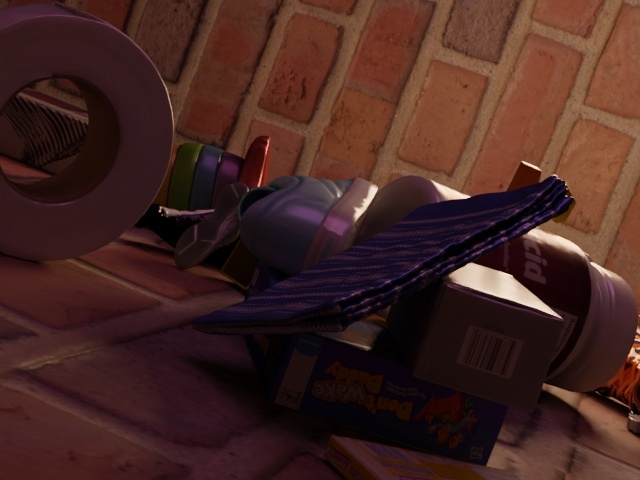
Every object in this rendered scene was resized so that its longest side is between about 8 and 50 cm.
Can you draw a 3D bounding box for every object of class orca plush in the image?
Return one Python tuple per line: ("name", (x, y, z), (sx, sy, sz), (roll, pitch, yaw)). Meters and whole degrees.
("orca plush", (-0.127, 0.000, 1.817), (0.287, 0.151, 0.102), (19, 37, -44))

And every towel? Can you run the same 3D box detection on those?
("towel", (0.064, 0.015, 1.234), (0.336, 0.040, 0.243), (-25, 10, -36))

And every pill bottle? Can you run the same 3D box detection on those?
("pill bottle", (0.243, 0.074, 1.735), (0.392, 0.224, 0.224), (21, 5, -30))

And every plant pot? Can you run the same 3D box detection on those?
("plant pot", (-0.073, 0.041, 1.741), (0.083, 0.081, 0.081), (33, -2, -36))

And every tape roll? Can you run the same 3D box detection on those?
("tape roll", (-0.314, -0.125, 1.413), (0.286, 0.286, 0.100), (17, 7, -34))

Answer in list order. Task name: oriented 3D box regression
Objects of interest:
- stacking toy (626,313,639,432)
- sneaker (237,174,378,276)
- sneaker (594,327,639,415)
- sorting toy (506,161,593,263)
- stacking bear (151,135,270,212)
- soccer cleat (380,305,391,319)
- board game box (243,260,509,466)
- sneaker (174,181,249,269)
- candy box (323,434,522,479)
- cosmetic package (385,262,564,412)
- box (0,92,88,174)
("stacking toy", (0.469, 0.202, 1.684), (0.052, 0.167, 0.221), (3, 9, 0))
("sneaker", (-0.021, -0.036, 1.564), (0.150, 0.135, 0.366), (26, 6, 2))
("sneaker", (0.485, 0.206, 1.900), (0.321, 0.125, 0.180), (25, 6, 32))
("sorting toy", (0.299, 0.039, 1.893), (0.229, 0.307, 0.041), (19, 16, -22))
("stacking bear", (-0.239, -0.090, 1.989), (0.289, 0.175, 0.164), (11, -28, 1))
("soccer cleat", (0.107, 0.090, 1.396), (0.083, 0.029, 0.035), (17, 15, -10))
("board game box", (0.043, 0.126, 1.364), (0.233, 0.078, 0.347), (19, 6, -11))
("sneaker", (-0.144, -0.010, 1.738), (0.053, 0.152, 0.061), (26, -27, 31))
("candy box", (0.112, 0.214, 1.066), (0.206, 0.027, 0.105), (17, 10, -30))
("cosmetic package", (0.148, 0.083, 1.247), (0.127, 0.107, 0.238), (16, 10, -7))
("box", (-0.511, -0.195, 2.186), (0.275, 0.113, 0.094), (20, 7, 3))
